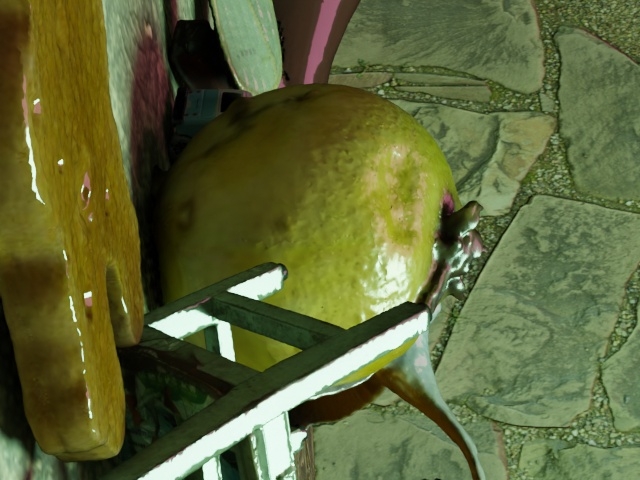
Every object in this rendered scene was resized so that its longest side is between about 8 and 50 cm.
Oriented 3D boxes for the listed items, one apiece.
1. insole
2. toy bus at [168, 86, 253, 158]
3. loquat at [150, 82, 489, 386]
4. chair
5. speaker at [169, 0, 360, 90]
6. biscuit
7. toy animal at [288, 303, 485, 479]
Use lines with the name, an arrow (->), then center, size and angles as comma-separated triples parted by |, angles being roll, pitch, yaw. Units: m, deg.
insole -> -0.086, -0.285, 1.002 | 0.119, 0.009, 0.349 | -28, 108, -55
toy bus -> -0.080, -0.061, 1.016 | 0.060, 0.074, 0.123 | -91, 176, -55
loquat -> 0.000, 0.000, 0.906 | 0.244, 0.243, 0.244 | -4, 90, -88
chair -> -0.069, 0.126, 0.664 | 0.270, 0.147, 0.136 | -26, 119, -39
speaker -> -0.036, -0.174, 1.157 | 0.259, 0.198, 0.330 | 115, -17, -67
biscuit -> -0.118, -0.050, 0.524 | 0.186, 0.044, 0.295 | -97, -177, -61
toy animal -> 0.067, 0.118, 1.073 | 0.302, 0.284, 0.225 | -61, 166, -13
